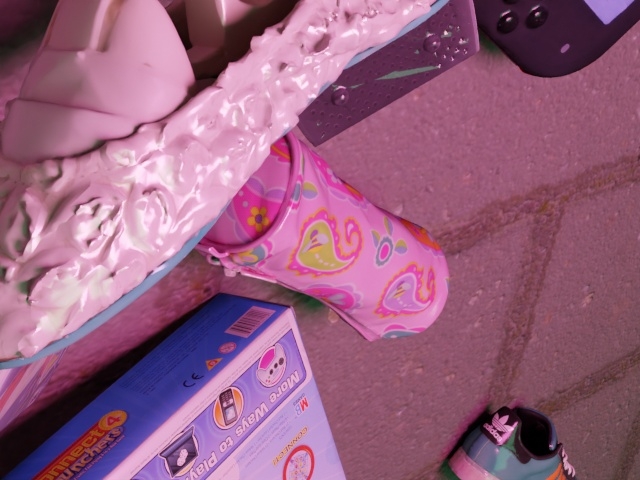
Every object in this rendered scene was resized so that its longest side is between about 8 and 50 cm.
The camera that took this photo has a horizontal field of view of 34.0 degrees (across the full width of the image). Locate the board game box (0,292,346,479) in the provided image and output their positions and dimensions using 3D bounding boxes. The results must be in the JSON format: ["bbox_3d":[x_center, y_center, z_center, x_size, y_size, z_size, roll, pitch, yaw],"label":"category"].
[{"bbox_3d":[-0.106,0.254,0.871,0.308,0.086,0.302,-41,127,-39],"label":"board game box"}]

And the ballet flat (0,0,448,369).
[{"bbox_3d":[-0.070,-0.112,0.581,0.409,0.147,0.147,-46,144,-30],"label":"ballet flat"}]

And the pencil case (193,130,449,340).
[{"bbox_3d":[0.000,0.000,0.873,0.124,0.124,0.284,-55,144,3],"label":"pencil case"}]

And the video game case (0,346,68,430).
[{"bbox_3d":[-0.182,0.048,0.715,0.201,0.023,0.183,-58,-179,8],"label":"video game case"}]

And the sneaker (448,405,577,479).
[{"bbox_3d":[0.298,0.303,1.445,0.121,0.108,0.302,-54,142,8],"label":"sneaker"}]

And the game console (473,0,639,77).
[{"bbox_3d":[0.242,-0.329,0.824,0.386,0.060,0.342,-45,141,15],"label":"game console"}]

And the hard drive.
[{"bbox_3d":[0.011,-0.200,0.748,0.172,0.054,0.255,-31,137,-2],"label":"hard drive"}]
